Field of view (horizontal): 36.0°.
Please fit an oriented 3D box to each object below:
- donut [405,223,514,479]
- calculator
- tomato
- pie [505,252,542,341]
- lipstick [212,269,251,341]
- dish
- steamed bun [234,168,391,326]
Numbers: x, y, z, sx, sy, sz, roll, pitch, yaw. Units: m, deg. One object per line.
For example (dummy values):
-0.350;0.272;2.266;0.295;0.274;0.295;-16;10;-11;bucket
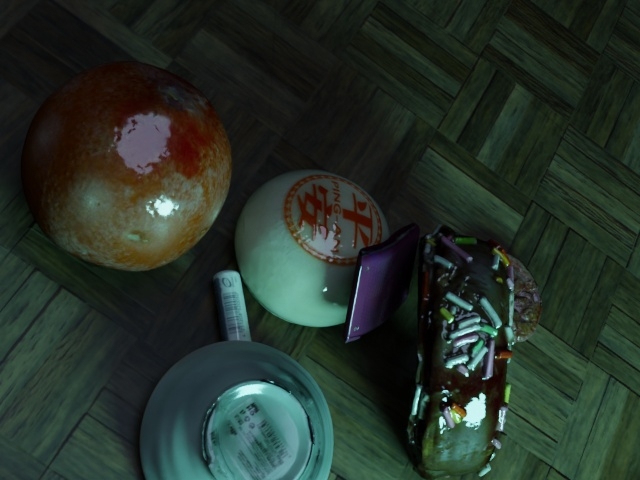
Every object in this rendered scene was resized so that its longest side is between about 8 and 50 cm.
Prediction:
0.186;0.133;1.314;0.136;0.259;0.345;4;62;3;donut
0.087;0.052;1.314;0.034;0.126;0.190;18;22;24;calculator
-0.236;-0.098;1.247;0.265;0.265;0.264;10;63;-20;tomato
0.280;0.086;1.519;0.154;0.036;0.154;10;64;-21;pie
-0.117;0.109;1.324;0.040;0.040;0.141;-2;68;-25;lipstick
-0.088;0.247;1.219;0.260;0.085;0.260;6;75;-22;dish
0.000;0.000;1.366;0.232;0.145;0.231;10;63;-20;steamed bun
